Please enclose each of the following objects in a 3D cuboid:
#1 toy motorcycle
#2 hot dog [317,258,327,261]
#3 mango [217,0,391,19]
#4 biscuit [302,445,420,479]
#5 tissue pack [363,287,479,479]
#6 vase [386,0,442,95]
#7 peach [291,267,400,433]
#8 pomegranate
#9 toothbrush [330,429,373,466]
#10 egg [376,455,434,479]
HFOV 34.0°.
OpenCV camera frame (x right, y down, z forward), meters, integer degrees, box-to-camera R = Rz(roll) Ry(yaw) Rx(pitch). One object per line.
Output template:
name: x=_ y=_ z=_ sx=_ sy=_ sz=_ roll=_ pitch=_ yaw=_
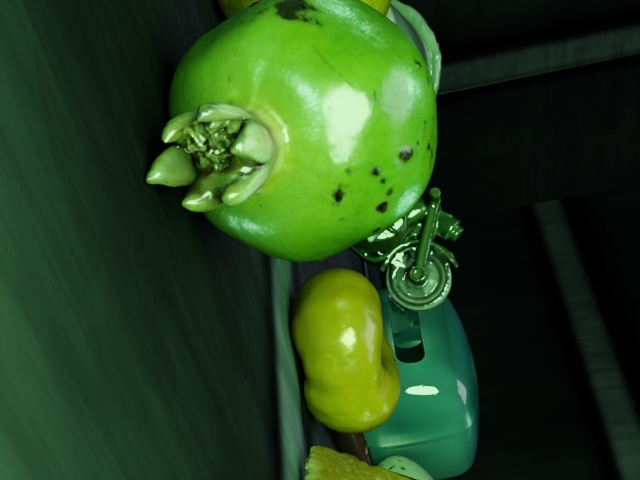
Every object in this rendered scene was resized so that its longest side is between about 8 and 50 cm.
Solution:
toy motorcycle: x=0.041 y=-0.049 z=1.138 sx=0.275 sy=0.127 sz=0.205 roll=38 pitch=-7 yaw=13
hot dog: x=0.000 y=0.000 z=1.496 sx=0.122 sy=0.037 sz=0.049 roll=-56 pitch=146 yaw=-76
mango: x=-0.030 y=-0.325 z=0.987 sx=0.365 sy=0.182 sz=0.252 roll=73 pitch=8 yaw=-55
biscuit: x=0.092 y=0.266 z=0.944 sx=0.131 sy=0.237 sz=0.026 roll=-84 pitch=-163 yaw=-61
tissue pack: x=0.127 y=0.195 z=1.533 sx=0.287 sy=0.198 sz=0.206 roll=-90 pitch=170 yaw=-54
vase: x=0.032 y=-0.253 z=1.465 sx=0.291 sy=0.245 sz=0.244 roll=-9 pitch=88 yaw=-76
peach: x=0.027 y=0.117 z=1.124 sx=0.179 sy=0.103 sz=0.179 roll=-12 pitch=90 yaw=-87
pomegranate: x=-0.024 y=-0.070 z=0.679 sx=0.225 sy=0.187 sz=0.186 roll=-29 pitch=110 yaw=-58
toothbrush: x=0.048 y=0.283 z=1.369 sx=0.364 sy=0.041 sz=0.040 roll=72 pitch=9 yaw=-55
egg: x=0.110 y=0.363 z=1.357 sx=0.131 sy=0.131 sz=0.164 roll=69 pitch=16 yaw=-63
